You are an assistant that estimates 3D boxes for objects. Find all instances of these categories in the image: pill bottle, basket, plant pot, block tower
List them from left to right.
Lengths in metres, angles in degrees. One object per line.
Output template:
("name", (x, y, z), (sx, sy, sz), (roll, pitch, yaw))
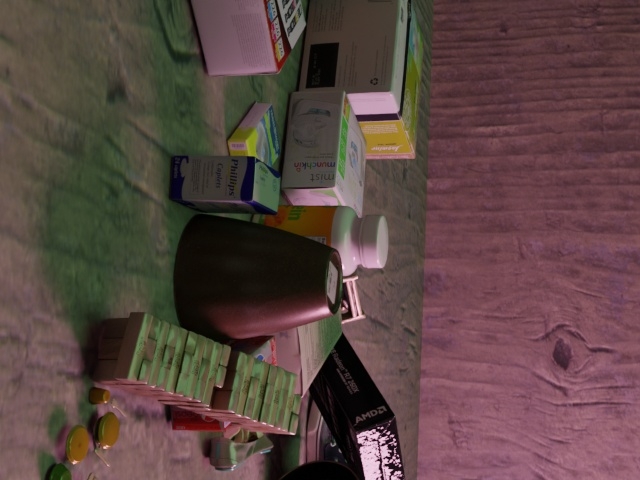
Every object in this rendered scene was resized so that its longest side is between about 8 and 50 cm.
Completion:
("block tower", (-0.165, 0.192, 1.302), (0.335, 0.097, 0.090), (32, 60, -47))
("plant pot", (-0.087, 0.065, 1.510), (0.215, 0.231, 0.215), (1, 90, -74))
("basket", (-0.002, 0.553, 1.960), (0.227, 0.204, 0.154), (67, -3, -72))
("pill bottle", (0.000, 0.000, 1.785), (0.136, 0.246, 0.136), (1, 90, -74))

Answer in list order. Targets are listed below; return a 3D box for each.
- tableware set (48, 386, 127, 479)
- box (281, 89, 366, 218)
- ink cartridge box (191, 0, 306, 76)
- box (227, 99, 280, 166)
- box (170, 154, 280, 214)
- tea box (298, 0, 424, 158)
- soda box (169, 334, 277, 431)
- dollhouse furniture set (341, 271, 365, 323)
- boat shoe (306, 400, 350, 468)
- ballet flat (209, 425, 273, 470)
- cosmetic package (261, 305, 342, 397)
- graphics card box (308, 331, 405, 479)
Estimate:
("tableware set", (-0.295, 0.258, 1.171), (0.104, 0.024, 0.154), (67, 29, -48))
("box", (0.011, -0.166, 2.046), (0.262, 0.127, 0.231), (58, 34, -64))
("ink cartridge box", (-0.122, -0.472, 1.548), (0.271, 0.130, 0.309), (-71, 155, -51))
("box", (-0.119, -0.178, 1.733), (0.178, 0.043, 0.109), (-65, 152, -54))
("box", (-0.147, -0.085, 1.461), (0.126, 0.137, 0.072), (26, 67, -73))
("tea box", (0.106, -0.403, 2.190), (0.323, 0.220, 0.328), (55, 39, -65))
("soda box", (-0.155, 0.229, 1.530), (0.263, 0.092, 0.083), (-30, 116, -71))
("dollhouse furniture set", (0.011, 0.088, 2.111), (0.183, 0.129, 0.129), (-109, -175, -52))
("boat shoe", (0.054, 0.517, 2.162), (0.127, 0.158, 0.340), (28, 64, -72))
("ballet flat", (-0.135, 0.354, 1.650), (0.213, 0.072, 0.068), (6, 81, -74))
("cosmetic package", (-0.057, 0.171, 1.812), (0.296, 0.129, 0.153), (-47, 137, -68))
("graphics card box", (0.057, 0.339, 1.954), (0.371, 0.094, 0.232), (-123, -162, -53))
